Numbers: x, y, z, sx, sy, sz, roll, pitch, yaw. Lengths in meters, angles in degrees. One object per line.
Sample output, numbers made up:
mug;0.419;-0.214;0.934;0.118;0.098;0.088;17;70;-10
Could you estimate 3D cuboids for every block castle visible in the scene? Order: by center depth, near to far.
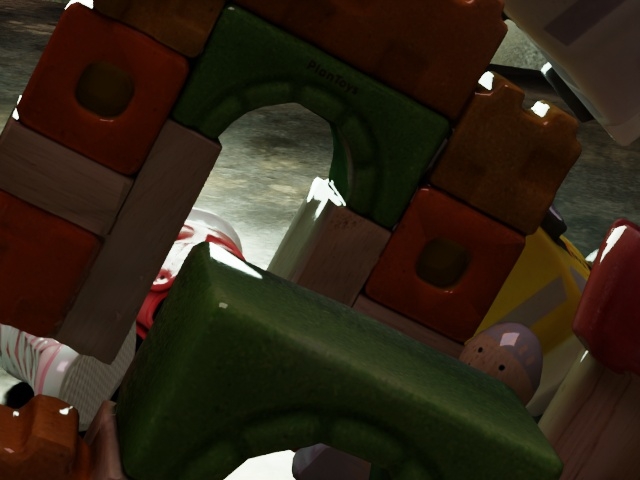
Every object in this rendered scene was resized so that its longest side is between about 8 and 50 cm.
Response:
block castle;0.000;0.000;0.486;0.453;0.213;0.303;26;9;-14

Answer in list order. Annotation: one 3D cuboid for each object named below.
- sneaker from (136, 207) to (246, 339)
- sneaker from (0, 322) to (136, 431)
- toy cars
sneaker;-0.145;0.012;0.893;0.221;0.087;0.128;1;14;-15
sneaker;-0.145;0.064;0.764;0.070;0.051;0.134;6;11;5
toy cars;0.127;-0.026;0.712;0.176;0.394;0.087;-12;49;-18
